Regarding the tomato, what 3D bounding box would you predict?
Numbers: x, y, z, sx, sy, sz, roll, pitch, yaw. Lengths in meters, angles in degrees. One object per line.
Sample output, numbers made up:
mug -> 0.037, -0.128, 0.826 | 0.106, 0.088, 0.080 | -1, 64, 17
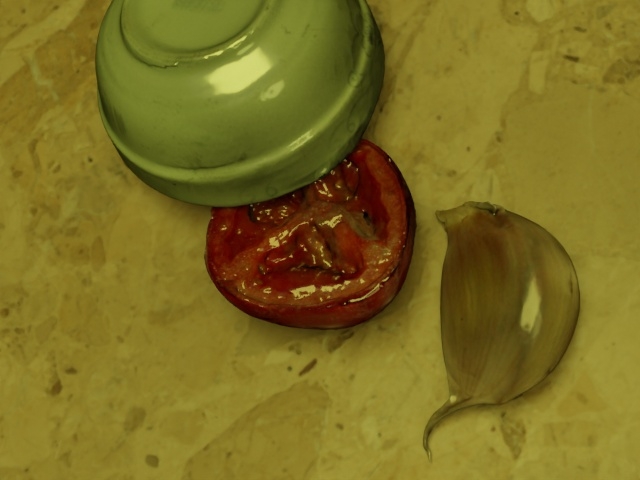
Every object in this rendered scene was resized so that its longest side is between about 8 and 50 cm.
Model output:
tomato -> 0.003, 0.003, 1.851 | 0.228, 0.101, 0.228 | -8, 58, 13

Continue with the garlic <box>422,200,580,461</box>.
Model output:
garlic -> 0.183, 0.094, 1.806 | 0.129, 0.148, 0.266 | 20, 72, -24

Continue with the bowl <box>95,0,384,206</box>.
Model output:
bowl -> -0.099, -0.202, 1.856 | 0.307, 0.163, 0.307 | -8, 58, 14
